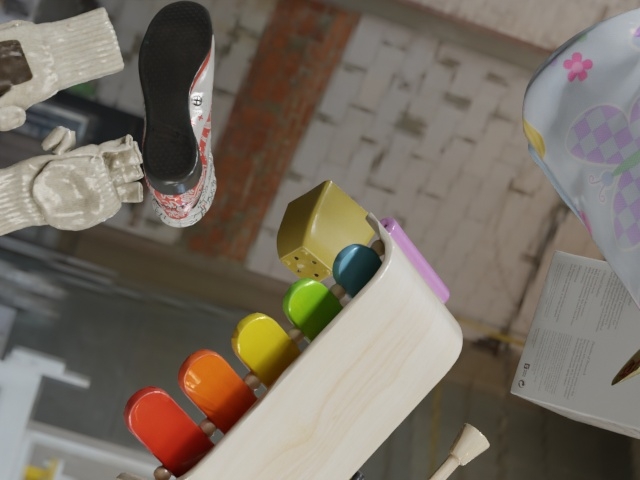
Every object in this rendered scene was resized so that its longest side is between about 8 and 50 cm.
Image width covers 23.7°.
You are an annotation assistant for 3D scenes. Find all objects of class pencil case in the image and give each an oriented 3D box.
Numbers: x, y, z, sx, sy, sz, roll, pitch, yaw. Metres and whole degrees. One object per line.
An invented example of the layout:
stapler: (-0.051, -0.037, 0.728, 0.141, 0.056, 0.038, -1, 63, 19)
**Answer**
pencil case: (0.203, 0.010, 0.779, 0.124, 0.113, 0.273, -43, -125, 35)

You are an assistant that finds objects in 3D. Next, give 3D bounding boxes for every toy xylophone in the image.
toy xylophone: (0.001, 0.149, 1.231, 0.322, 0.236, 0.081, -39, -149, -16)

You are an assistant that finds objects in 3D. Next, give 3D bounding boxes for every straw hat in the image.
straw hat: (0.408, 0.137, 1.758, 0.144, 0.061, 0.144, -44, 175, -5)

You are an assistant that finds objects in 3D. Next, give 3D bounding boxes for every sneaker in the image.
sneaker: (-0.174, -0.150, 1.875, 0.145, 0.090, 0.270, 88, 1, -62)

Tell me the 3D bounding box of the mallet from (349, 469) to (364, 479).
mallet: (-0.005, 0.365, 1.876, 0.190, 0.039, 0.062, -53, -169, 13)

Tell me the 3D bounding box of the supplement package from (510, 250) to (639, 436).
supplement package: (0.426, 0.154, 1.962, 0.262, 0.198, 0.199, 13, -99, 40)

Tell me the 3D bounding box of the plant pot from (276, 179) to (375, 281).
plant pot: (0.000, 0.000, 1.664, 0.081, 0.081, 0.083, -30, -154, 47)

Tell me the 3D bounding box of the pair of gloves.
pair of gloves: (-0.305, -0.122, 1.667, 0.042, 0.204, 0.240, -113, -166, -73)
